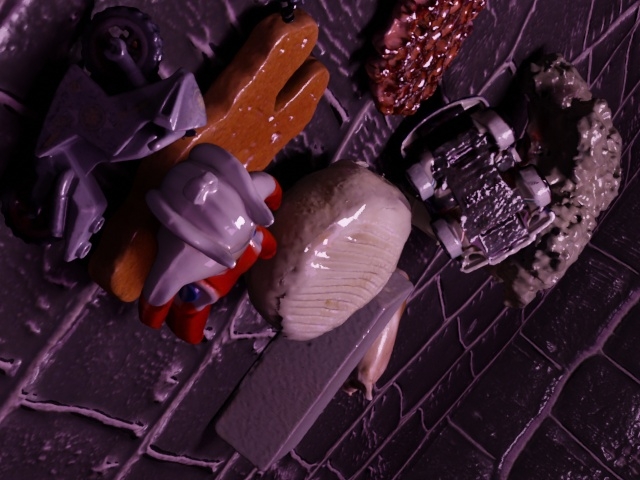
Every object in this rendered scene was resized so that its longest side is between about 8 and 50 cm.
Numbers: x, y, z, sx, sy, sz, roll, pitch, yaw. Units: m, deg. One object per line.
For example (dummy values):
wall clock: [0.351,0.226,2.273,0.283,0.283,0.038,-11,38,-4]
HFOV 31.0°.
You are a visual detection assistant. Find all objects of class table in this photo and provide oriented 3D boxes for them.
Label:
table: [0.178,-0.053,1.791,0.079,0.083,0.062,-38,154,-34]

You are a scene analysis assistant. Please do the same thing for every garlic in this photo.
garlic: [0.070,0.144,1.834,0.228,0.110,0.217,-65,175,-60]

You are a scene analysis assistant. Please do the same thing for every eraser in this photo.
eraser: [-0.011,0.171,1.711,0.352,0.111,0.077,-53,162,0]

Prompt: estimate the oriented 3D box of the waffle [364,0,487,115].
waffle: [0.127,-0.251,1.399,0.221,0.055,0.234,-57,165,8]

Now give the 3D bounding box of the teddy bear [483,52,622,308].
teddy bear: [0.343,-0.068,1.822,0.357,0.224,0.367,-65,176,34]

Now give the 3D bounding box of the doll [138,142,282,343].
doll: [-0.103,0.006,1.096,0.188,0.099,0.384,-49,175,-14]

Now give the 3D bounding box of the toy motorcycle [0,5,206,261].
toy motorcycle: [-0.170,-0.077,0.933,0.215,0.122,0.080,-59,175,16]

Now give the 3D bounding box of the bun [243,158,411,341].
bun: [0.000,0.000,1.410,0.239,0.141,0.239,-37,153,-23]

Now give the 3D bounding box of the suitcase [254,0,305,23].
suitcase: [-0.014,-0.271,1.042,0.126,0.059,0.086,-49,161,-12]

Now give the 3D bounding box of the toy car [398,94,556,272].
toy car: [0.206,-0.089,1.648,0.172,0.235,0.158,-31,-163,-4]

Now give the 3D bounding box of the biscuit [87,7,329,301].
biscuit: [-0.112,-0.082,1.158,0.334,0.047,0.202,-52,162,-8]
